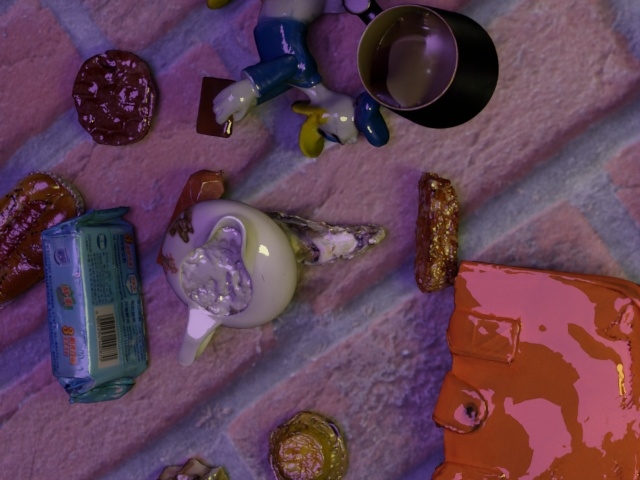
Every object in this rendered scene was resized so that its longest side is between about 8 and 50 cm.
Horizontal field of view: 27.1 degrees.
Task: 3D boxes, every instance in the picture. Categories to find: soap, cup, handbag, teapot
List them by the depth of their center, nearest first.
[{"bbox_3d":[0.301,0.241,1.785,0.303,0.116,0.410,7,93,20],"label":"handbag"},{"bbox_3d":[0.109,-0.252,1.810,0.239,0.177,0.166,25,101,18],"label":"cup"},{"bbox_3d":[-0.137,0.049,1.903,0.204,0.139,0.298,21,129,7],"label":"teapot"},{"bbox_3d":[-0.338,0.097,1.996,0.077,0.156,0.293,-7,88,29],"label":"soap"}]

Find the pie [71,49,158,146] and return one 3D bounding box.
[{"bbox_3d":[-0.314,-0.219,2.043,0.153,0.038,0.154,2,95,21],"label":"pie"}]

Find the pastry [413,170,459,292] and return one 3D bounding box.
[{"bbox_3d":[0.165,-0.011,1.848,0.063,0.087,0.169,2,93,-13],"label":"pastry"}]

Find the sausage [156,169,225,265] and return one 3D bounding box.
[{"bbox_3d":[-0.191,-0.036,1.986,0.065,0.065,0.169,26,100,18],"label":"sausage"}]

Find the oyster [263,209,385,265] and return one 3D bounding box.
[{"bbox_3d":[-0.003,0.001,1.934,0.200,0.061,0.106,21,120,20],"label":"oyster"}]

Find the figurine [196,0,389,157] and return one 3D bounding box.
[{"bbox_3d":[-0.046,-0.234,1.866,0.338,0.204,0.283,39,79,3],"label":"figurine"}]

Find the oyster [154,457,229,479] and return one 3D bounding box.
[{"bbox_3d":[-0.220,0.447,2.006,0.214,0.083,0.223,-12,81,18],"label":"oyster"}]

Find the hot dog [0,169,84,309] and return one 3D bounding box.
[{"bbox_3d":[-0.476,0.004,2.088,0.268,0.075,0.144,-44,77,15],"label":"hot dog"}]

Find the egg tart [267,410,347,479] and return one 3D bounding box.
[{"bbox_3d":[-0.025,0.314,1.942,0.130,0.052,0.130,2,95,21],"label":"egg tart"}]
